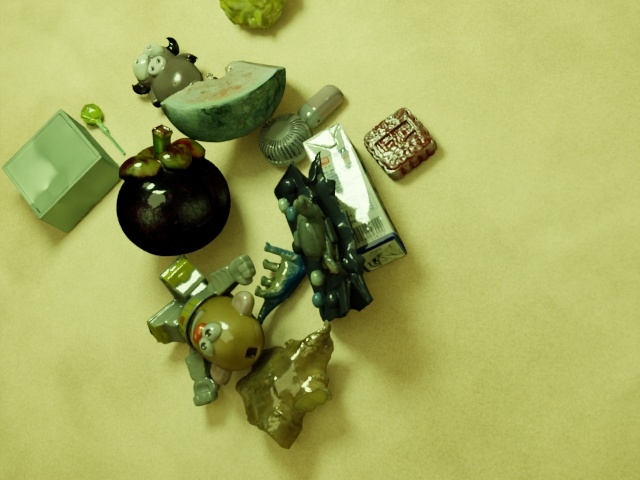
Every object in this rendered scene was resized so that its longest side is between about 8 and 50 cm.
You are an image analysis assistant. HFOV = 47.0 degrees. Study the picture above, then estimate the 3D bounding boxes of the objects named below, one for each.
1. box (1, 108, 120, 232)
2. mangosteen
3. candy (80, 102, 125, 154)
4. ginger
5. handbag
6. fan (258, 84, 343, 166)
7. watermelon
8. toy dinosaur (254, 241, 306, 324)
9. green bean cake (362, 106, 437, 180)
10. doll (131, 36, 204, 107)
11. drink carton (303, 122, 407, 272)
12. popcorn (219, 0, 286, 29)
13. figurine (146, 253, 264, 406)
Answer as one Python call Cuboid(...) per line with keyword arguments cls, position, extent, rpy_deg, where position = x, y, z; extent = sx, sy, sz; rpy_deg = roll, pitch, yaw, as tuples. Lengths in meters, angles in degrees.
Cuboid(cls="box", position=(-0.676, -0.184, 1.945), extent=(0.225, 0.117, 0.225), rpy_deg=(-45, 63, 0))
Cuboid(cls="mangosteen", position=(-0.340, -0.117, 1.689), extent=(0.275, 0.275, 0.302), rpy_deg=(2, 114, 21))
Cuboid(cls="candy", position=(-0.585, -0.298, 1.994), extent=(0.058, 0.062, 0.194), rpy_deg=(-26, 66, -40))
Cuboid(cls="ginger", position=(-0.058, 0.286, 1.555), extent=(0.270, 0.123, 0.219), rpy_deg=(-51, 47, -7))
Cuboid(cls="handbag", position=(0.000, 0.000, 1.514), extent=(0.119, 0.269, 0.325), rpy_deg=(-19, 81, -13))
Cuboid(cls="fan", position=(-0.043, -0.282, 1.777), extent=(0.244, 0.074, 0.130), rpy_deg=(-42, 52, -3))
Cuboid(cls="watermelon", position=(-0.187, -0.308, 1.741), extent=(0.322, 0.175, 0.188), rpy_deg=(-38, 44, -28))
Cuboid(cls="toy dinosaur", position=(-0.049, 0.095, 1.654), extent=(0.188, 0.075, 0.247), rpy_deg=(11, 73, 8))
Cuboid(cls="green bean cake", position=(0.179, -0.222, 1.679), extent=(0.135, 0.056, 0.135), rpy_deg=(-39, 64, 6))
Cuboid(cls="doll", position=(-0.395, -0.422, 1.924), extent=(0.257, 0.117, 0.182), rpy_deg=(43, 95, 24))
Cuboid(cls="drink carton", position=(0.073, -0.096, 1.634), extent=(0.107, 0.130, 0.314), rpy_deg=(-27, 66, 7))
Cuboid(cls="popcorn", position=(-0.170, -0.662, 1.888), extent=(0.217, 0.181, 0.235), rpy_deg=(-34, 71, 5))
Cuboid(cls="figurine", position=(-0.235, 0.182, 1.607), extent=(0.285, 0.167, 0.342), rpy_deg=(30, 128, 36))
